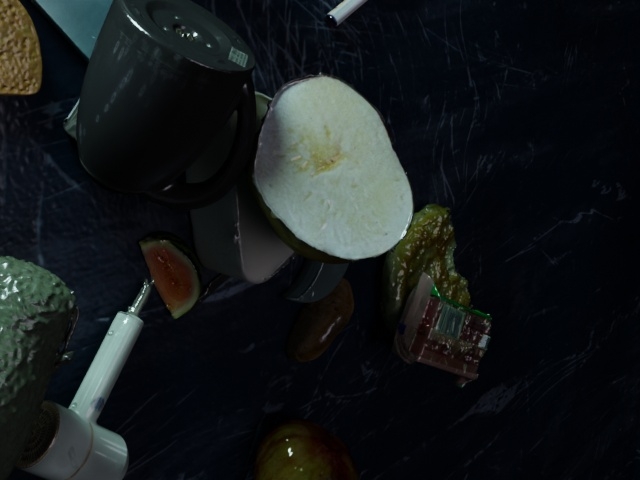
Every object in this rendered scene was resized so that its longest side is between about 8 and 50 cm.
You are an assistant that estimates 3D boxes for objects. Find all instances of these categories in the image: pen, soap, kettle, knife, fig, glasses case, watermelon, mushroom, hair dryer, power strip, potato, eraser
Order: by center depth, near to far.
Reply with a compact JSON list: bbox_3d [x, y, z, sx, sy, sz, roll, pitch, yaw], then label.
[{"bbox_3d":[-0.370,-0.374,1.132,0.105,0.056,0.266,-40,132,-2],"label":"glasses case"},{"bbox_3d":[-0.224,-0.176,1.179,0.268,0.207,0.290,29,117,-10],"label":"kettle"},{"bbox_3d":[-0.002,-0.101,1.303,0.246,0.196,0.300,-27,93,-16],"label":"potato"},{"bbox_3d":[-0.340,0.221,1.309,0.173,0.107,0.357,46,61,-47],"label":"hair dryer"},{"bbox_3d":[-0.235,0.052,1.382,0.087,0.069,0.163,-41,126,-34],"label":"watermelon"},{"bbox_3d":[-0.081,-0.117,1.445,0.331,0.150,0.331,-14,111,-42],"label":"eraser"},{"bbox_3d":[-0.191,0.079,1.484,0.170,0.010,0.023,-41,135,-35],"label":"knife"},{"bbox_3d":[0.099,-0.501,1.613,0.269,0.033,0.033,-45,131,-28],"label":"pen"},{"bbox_3d":[-0.076,0.523,1.636,0.321,0.217,0.217,-50,138,7],"label":"fig"},{"bbox_3d":[0.000,0.000,1.637,0.167,0.054,0.253,1,101,-50],"label":"power strip"},{"bbox_3d":[0.009,0.161,1.670,0.210,0.094,0.072,-52,137,-18],"label":"mushroom"},{"bbox_3d":[0.289,0.214,1.873,0.273,0.098,0.218,24,88,-47],"label":"soap"}]

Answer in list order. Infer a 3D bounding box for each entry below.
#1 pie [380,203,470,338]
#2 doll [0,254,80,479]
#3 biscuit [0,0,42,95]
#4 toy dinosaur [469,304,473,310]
[{"bbox_3d":[0.250,0.105,1.926,0.296,0.078,0.371,-36,124,-36],"label":"pie"},{"bbox_3d":[-0.471,0.177,1.051,0.247,0.247,0.350,42,74,-45],"label":"doll"},{"bbox_3d":[-0.455,-0.277,1.073,0.220,0.029,0.142,38,74,-46],"label":"biscuit"},{"bbox_3d":[0.373,0.201,2.132,0.060,0.029,0.120,-28,128,-21],"label":"toy dinosaur"}]
